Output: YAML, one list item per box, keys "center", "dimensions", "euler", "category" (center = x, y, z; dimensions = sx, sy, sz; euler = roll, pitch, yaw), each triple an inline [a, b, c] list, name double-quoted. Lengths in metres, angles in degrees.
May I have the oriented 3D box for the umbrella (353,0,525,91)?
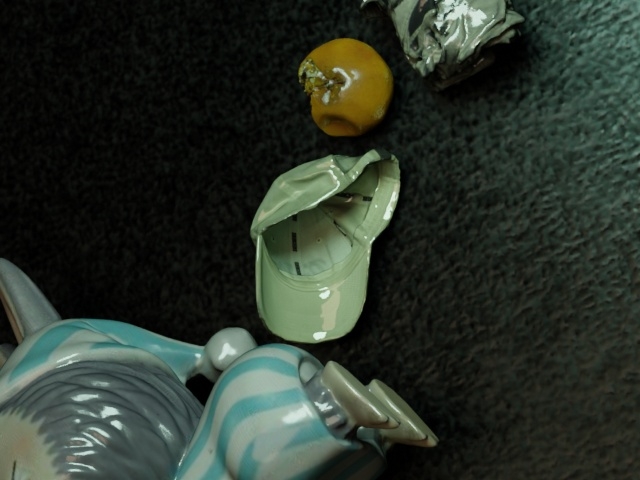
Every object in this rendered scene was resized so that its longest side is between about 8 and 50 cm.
- center: [0.047, -0.290, 1.541]
  dimensions: [0.113, 0.106, 0.358]
  euler: [-34, 71, 19]
  category: "umbrella"

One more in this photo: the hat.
- center: [0.001, 0.005, 1.542]
  dimensions: [0.122, 0.081, 0.166]
  euler: [3, 85, -14]
  category: "hat"

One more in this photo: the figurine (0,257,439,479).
- center: [-0.165, 0.133, 1.493]
  dimensions: [0.361, 0.266, 0.378]
  euler: [-41, 70, 7]
  category: "figurine"

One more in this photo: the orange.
- center: [0.021, -0.131, 1.553]
  dimensions: [0.086, 0.062, 0.086]
  euler: [-3, 82, 20]
  category: "orange"
